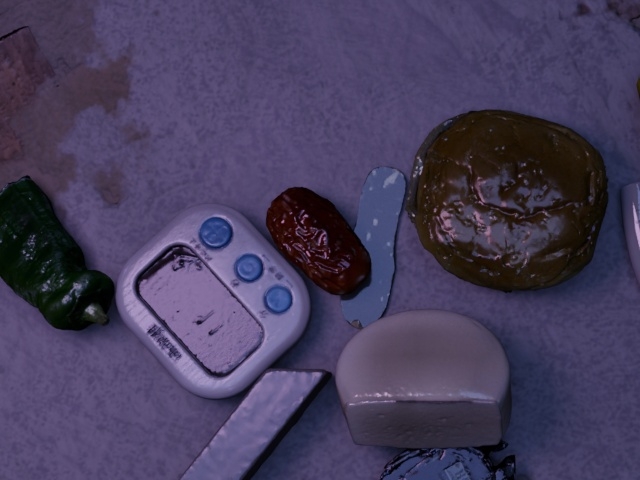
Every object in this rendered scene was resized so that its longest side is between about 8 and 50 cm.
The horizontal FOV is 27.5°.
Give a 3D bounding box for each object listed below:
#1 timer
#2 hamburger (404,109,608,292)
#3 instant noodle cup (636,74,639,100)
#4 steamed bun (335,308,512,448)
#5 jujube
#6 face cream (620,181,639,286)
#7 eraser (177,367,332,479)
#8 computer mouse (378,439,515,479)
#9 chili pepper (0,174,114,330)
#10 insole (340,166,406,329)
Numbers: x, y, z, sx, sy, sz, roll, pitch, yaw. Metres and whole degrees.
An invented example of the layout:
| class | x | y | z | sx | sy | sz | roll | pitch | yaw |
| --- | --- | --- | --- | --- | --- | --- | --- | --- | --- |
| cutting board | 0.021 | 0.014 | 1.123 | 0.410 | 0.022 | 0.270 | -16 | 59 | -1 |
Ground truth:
| class | x | y | z | sx | sy | sz | roll | pitch | yaw |
| --- | --- | --- | --- | --- | --- | --- | --- | --- | --- |
| timer | -0.156 | 0.089 | 1.924 | 0.237 | 0.087 | 0.262 | -43 | 81 | -3 |
| hamburger | 0.268 | -0.060 | 1.890 | 0.284 | 0.134 | 0.265 | 13 | 85 | 4 |
| instant noodle cup | 0.557 | -0.149 | 1.856 | 0.215 | 0.215 | 0.236 | -17 | 74 | 2 |
| steamed bun | 0.146 | 0.191 | 1.840 | 0.241 | 0.146 | 0.164 | -1 | 54 | 9 |
| jujube | 0.000 | 0.000 | 1.906 | 0.176 | 0.112 | 0.109 | 46 | 130 | 15 |
| face cream | 0.483 | 0.005 | 1.906 | 0.072 | 0.051 | 0.182 | -13 | 82 | -1 |
| eraser | -0.123 | 0.305 | 1.879 | 0.077 | 0.111 | 0.352 | 39 | 87 | 10 |
| computer mouse | 0.168 | 0.357 | 1.867 | 0.241 | 0.077 | 0.146 | -28 | 81 | -4 |
| chili pepper | -0.397 | 0.039 | 1.925 | 0.136 | 0.099 | 0.270 | -42 | 67 | -11 |
| insole | 0.078 | 0.010 | 1.955 | 0.081 | 0.011 | 0.248 | 11 | 84 | 5 |
